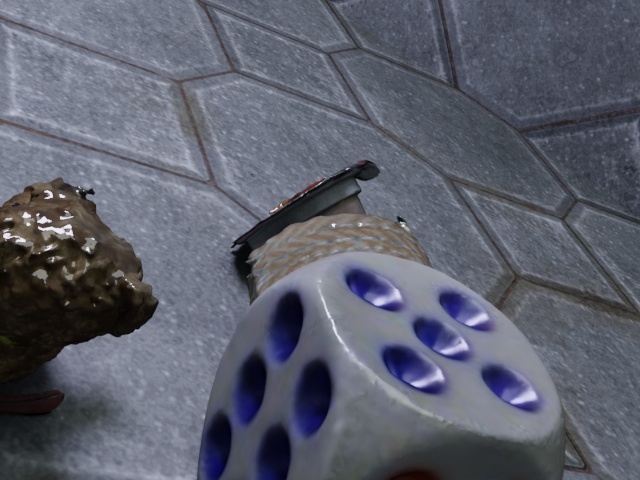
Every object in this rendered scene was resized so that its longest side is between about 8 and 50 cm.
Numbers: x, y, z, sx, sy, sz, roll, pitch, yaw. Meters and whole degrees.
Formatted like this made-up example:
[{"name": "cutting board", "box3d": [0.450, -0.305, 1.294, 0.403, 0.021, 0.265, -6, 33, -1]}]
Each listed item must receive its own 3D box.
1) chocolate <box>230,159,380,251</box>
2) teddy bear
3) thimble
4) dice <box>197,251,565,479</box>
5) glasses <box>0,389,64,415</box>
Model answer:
[{"name": "chocolate", "box3d": [0.007, -0.001, 1.259, 0.147, 0.221, 0.221, 53, 26, -4]}, {"name": "teddy bear", "box3d": [-0.271, 0.000, 0.854, 0.246, 0.222, 0.296, 30, 27, -31]}, {"name": "thimble", "box3d": [0.032, 0.076, 1.116, 0.229, 0.195, 0.148, -6, 31, -7]}, {"name": "dice", "box3d": [0.051, 0.184, 0.862, 0.251, 0.259, 0.243, 16, 28, -29]}, {"name": "glasses", "box3d": [-0.286, 0.200, 0.719, 0.234, 0.118, 0.268, 48, 10, 34]}]
